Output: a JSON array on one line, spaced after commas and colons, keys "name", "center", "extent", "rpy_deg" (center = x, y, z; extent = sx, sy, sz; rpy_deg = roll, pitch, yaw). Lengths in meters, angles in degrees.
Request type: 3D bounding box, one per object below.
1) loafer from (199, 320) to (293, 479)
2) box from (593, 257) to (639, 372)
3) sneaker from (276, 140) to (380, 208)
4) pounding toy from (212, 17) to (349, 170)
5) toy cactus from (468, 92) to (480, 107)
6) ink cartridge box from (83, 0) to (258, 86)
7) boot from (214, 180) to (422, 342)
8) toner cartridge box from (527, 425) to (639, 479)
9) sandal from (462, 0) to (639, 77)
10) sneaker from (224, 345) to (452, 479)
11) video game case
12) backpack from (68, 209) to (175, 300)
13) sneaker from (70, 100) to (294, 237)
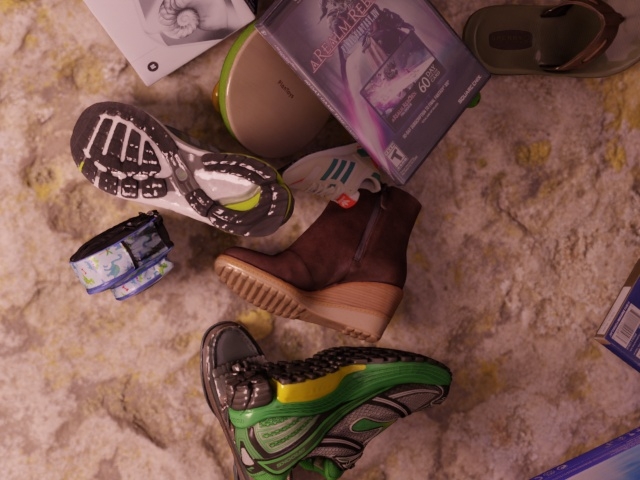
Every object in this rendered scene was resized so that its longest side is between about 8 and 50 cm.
[{"name": "loafer", "center": [-0.077, 0.229, 1.797], "extent": [0.096, 0.084, 0.267], "rpy_deg": [-16, 94, -21]}, {"name": "box", "center": [0.505, 0.143, 2.052], "extent": [0.225, 0.036, 0.136], "rpy_deg": [36, 76, -15]}, {"name": "sneaker", "center": [0.014, -0.075, 1.809], "extent": [0.161, 0.057, 0.075], "rpy_deg": [-18, 84, -41]}, {"name": "pounding toy", "center": [-0.071, -0.182, 1.822], "extent": [0.183, 0.110, 0.237], "rpy_deg": [-34, 129, -28]}, {"name": "toy cactus", "center": [0.091, -0.190, 1.885], "extent": [0.219, 0.112, 0.180], "rpy_deg": [17, 101, -22]}, {"name": "ink cartridge box", "center": [-0.173, -0.324, 1.715], "extent": [0.224, 0.045, 0.223], "rpy_deg": [-34, 128, 3]}, {"name": "boot", "center": [0.000, 0.000, 1.854], "extent": [0.248, 0.090, 0.207], "rpy_deg": [22, 67, -16]}, {"name": "toner cartridge box", "center": [0.400, 0.369, 1.983], "extent": [0.348, 0.075, 0.165], "rpy_deg": [-22, 95, -20]}, {"name": "sandal", "center": [0.340, -0.278, 1.977], "extent": [0.302, 0.086, 0.120], "rpy_deg": [-11, 92, -21]}, {"name": "sneaker", "center": [0.025, 0.211, 1.792], "extent": [0.343, 0.134, 0.146], "rpy_deg": [-8, 99, -39]}, {"name": "video game case", "center": [0.070, -0.231, 1.778], "extent": [0.274, 0.026, 0.196], "rpy_deg": [47, 69, -22]}, {"name": "backpack", "center": [-0.234, 0.025, 1.733], "extent": [0.114, 0.105, 0.084], "rpy_deg": [-29, 98, -17]}, {"name": "sneaker", "center": [-0.163, -0.076, 1.735], "extent": [0.300, 0.121, 0.111], "rpy_deg": [25, 90, 15]}]
